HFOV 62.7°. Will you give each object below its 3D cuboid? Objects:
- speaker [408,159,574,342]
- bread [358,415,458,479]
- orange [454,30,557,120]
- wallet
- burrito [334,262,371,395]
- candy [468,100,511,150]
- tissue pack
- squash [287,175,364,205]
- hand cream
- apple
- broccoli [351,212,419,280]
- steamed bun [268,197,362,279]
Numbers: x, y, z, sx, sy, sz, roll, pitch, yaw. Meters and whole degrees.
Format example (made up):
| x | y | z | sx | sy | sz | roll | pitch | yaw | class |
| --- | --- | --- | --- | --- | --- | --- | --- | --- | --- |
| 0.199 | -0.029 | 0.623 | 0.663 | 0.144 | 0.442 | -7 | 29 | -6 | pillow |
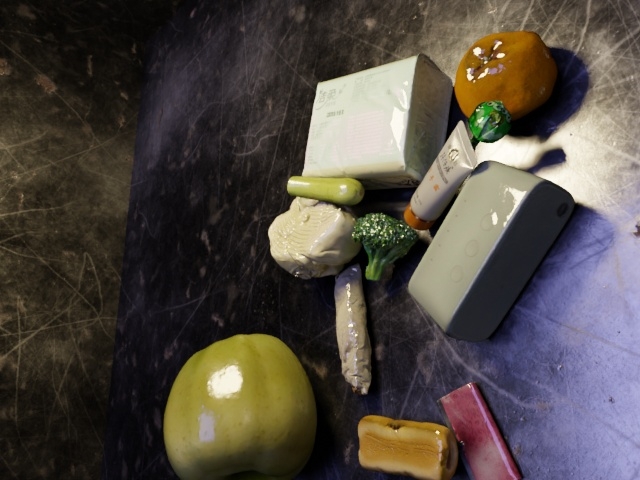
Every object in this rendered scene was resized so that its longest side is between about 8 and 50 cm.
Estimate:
| x | y | z | sx | sy | sz | roll | pitch | yaw | class |
| --- | --- | --- | --- | --- | --- | --- | --- | --- | --- |
| 0.386 | 0.021 | 1.236 | 0.184 | 0.183 | 0.406 | 46 | 113 | 50 | speaker |
| 0.215 | 0.524 | 1.327 | 0.305 | 0.091 | 0.142 | -14 | 75 | 49 | bread |
| 0.447 | -0.396 | 1.285 | 0.249 | 0.183 | 0.248 | -16 | 67 | 45 | orange |
| 0.368 | 0.463 | 1.236 | 0.119 | 0.025 | 0.232 | -42 | 52 | 30 | wallet |
| 0.093 | 0.261 | 1.560 | 0.117 | 0.076 | 0.392 | -32 | 54 | 48 | burrito |
| 0.373 | -0.232 | 1.322 | 0.323 | 0.097 | 0.097 | 117 | 151 | -66 | candy |
| 0.161 | -0.325 | 1.558 | 0.405 | 0.205 | 0.331 | 2 | 80 | 48 | tissue pack |
| 0.019 | -0.150 | 1.540 | 0.250 | 0.083 | 0.083 | 11 | 87 | 35 | squash |
| 0.312 | -0.142 | 1.334 | 0.314 | 0.089 | 0.139 | 114 | 154 | -49 | hand cream |
| -0.233 | 0.514 | 1.570 | 0.474 | 0.474 | 0.473 | -17 | 67 | 44 | apple |
| 0.165 | 0.020 | 1.481 | 0.194 | 0.194 | 0.219 | -62 | 14 | 14 | broccoli |
| 0.000 | 0.000 | 1.644 | 0.320 | 0.206 | 0.275 | 23 | 80 | 54 | steamed bun |
